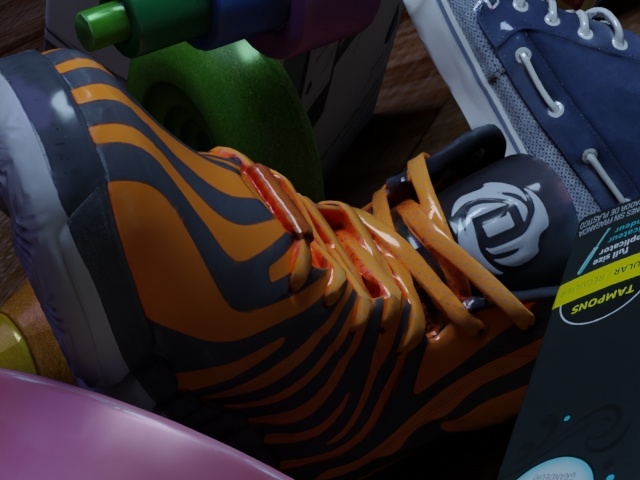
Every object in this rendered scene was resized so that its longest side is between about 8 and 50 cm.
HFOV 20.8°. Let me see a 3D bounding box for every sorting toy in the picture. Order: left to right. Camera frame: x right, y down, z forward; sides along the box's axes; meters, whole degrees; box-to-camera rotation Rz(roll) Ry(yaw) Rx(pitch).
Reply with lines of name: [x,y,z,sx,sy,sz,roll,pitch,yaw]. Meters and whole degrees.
sorting toy: [-0.089,-0.012,0.732,0.126,0.127,0.365,-22,-20,-28]

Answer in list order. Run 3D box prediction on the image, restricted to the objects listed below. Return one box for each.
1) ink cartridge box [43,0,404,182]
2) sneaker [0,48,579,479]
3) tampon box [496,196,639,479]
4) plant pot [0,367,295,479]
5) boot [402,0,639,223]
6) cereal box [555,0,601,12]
ink cartridge box: [-0.040,-0.123,0.893,0.211,0.121,0.289,-55,-12,-36]
sneaker: [0.000,0.000,0.619,0.180,0.321,0.125,-27,65,0]
tampon box: [0.136,0.061,0.527,0.120,0.101,0.161,-20,28,33]
plant pot: [-0.077,0.164,0.542,0.201,0.201,0.180,-5,54,50]
boot: [0.097,-0.086,0.770,0.086,0.190,0.069,-27,2,11]
cereal box: [0.209,-0.249,0.971,0.240,0.047,0.173,-53,-9,-31]
